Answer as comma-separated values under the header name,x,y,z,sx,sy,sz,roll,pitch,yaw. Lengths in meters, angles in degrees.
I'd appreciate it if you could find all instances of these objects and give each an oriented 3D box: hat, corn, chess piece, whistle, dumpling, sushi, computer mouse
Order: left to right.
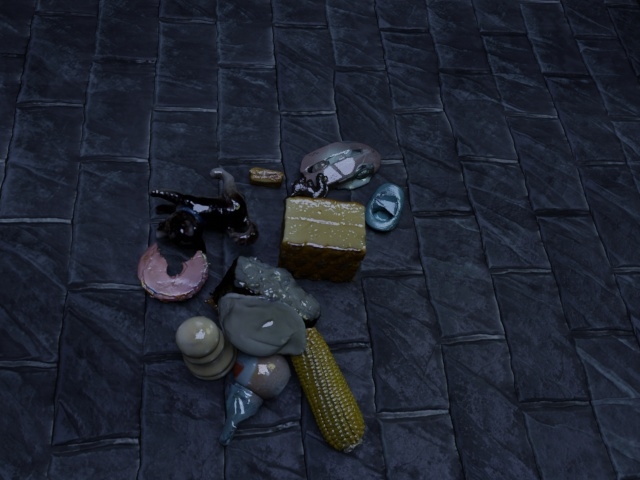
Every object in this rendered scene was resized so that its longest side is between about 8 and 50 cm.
name,x,y,z,sx,sy,sz,roll,pitch,yaw
chess piece,-0.351,0.309,1.680,0.167,0.299,0.167,0,65,1
whistle,-0.221,0.453,1.715,0.189,0.189,0.347,31,75,7
dumpling,-0.159,0.230,1.634,0.243,0.227,0.175,9,48,-33
sushi,-0.171,0.199,1.838,0.349,0.207,0.234,33,26,-4
corn,0.018,0.457,1.734,0.144,0.144,0.387,-22,81,-19
computer mouse,0.063,-0.296,2.175,0.389,0.115,0.199,-18,64,-18
hat,0.245,-0.118,2.137,0.138,0.078,0.190,24,80,13

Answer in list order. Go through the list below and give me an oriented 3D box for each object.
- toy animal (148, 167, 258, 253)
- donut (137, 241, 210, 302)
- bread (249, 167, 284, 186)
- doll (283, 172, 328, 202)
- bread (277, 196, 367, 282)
name,x,y,z,sx,sy,sz,roll,pitch,yaw
toy animal,-0.397,-0.071,1.940,0.344,0.194,0.302,-21,63,-13
donut,-0.494,0.118,1.886,0.233,0.085,0.199,12,61,-3
bread,-0.205,-0.237,2.124,0.132,0.074,0.053,6,73,-4
doll,-0.043,-0.184,2.099,0.139,0.057,0.165,29,88,6
bread,0.000,0.000,1.925,0.279,0.279,0.207,4,64,-4
